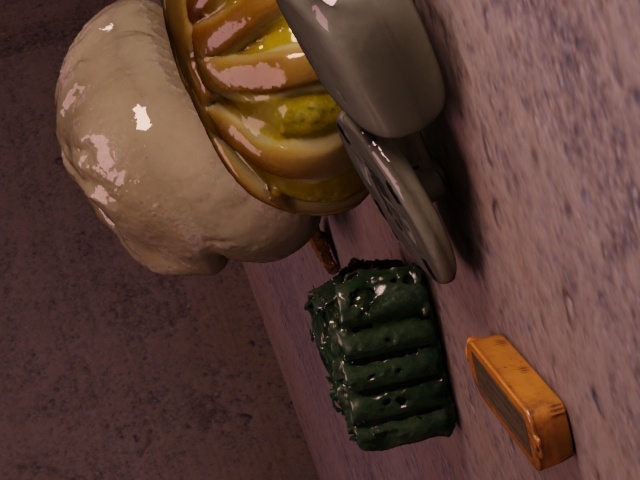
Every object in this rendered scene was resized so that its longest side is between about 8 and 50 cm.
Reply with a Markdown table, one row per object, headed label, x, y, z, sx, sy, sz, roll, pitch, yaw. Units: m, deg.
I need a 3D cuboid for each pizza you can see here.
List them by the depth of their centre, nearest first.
| label | x | y | z | sx | sy | sz | roll | pitch | yaw |
| --- | --- | --- | --- | --- | --- | --- | --- | --- | --- |
| pizza | 0.001 | 0.000 | 1.845 | 0.083 | 0.025 | 0.078 | 59 | 171 | 36 |

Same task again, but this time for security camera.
| label | x | y | z | sx | sy | sz | roll | pitch | yaw |
| --- | --- | --- | --- | --- | --- | --- | --- | --- | --- |
| security camera | 0.051 | -0.095 | 1.029 | 0.157 | 0.080 | 0.301 | 53 | 171 | 49 |

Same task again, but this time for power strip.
| label | x | y | z | sx | sy | sz | roll | pitch | yaw |
| --- | --- | --- | --- | --- | --- | --- | --- | --- | --- |
| power strip | 0.137 | 0.106 | 1.017 | 0.178 | 0.028 | 0.049 | -125 | 19 | -68 |

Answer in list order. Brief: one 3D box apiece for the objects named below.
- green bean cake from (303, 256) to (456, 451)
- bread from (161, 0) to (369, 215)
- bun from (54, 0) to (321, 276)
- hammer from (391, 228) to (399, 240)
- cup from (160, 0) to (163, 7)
| label | x | y | z | sx | sy | sz | roll | pitch | yaw |
| --- | --- | --- | --- | --- | --- | --- | --- | --- | --- |
| green bean cake | 0.045 | 0.081 | 1.376 | 0.208 | 0.107 | 0.193 | -117 | 11 | -62 |
| bread | -0.051 | -0.184 | 1.250 | 0.333 | 0.160 | 0.333 | 163 | 90 | -81 |
| bun | -0.169 | -0.100 | 1.696 | 0.365 | 0.219 | 0.365 | 42 | -158 | -21 |
| hammer | 0.081 | -0.014 | 1.241 | 0.029 | 0.014 | 0.123 | 64 | 171 | -1 |
| cup | -0.115 | -0.334 | 1.551 | 0.235 | 0.148 | 0.134 | 90 | -172 | -57 |
